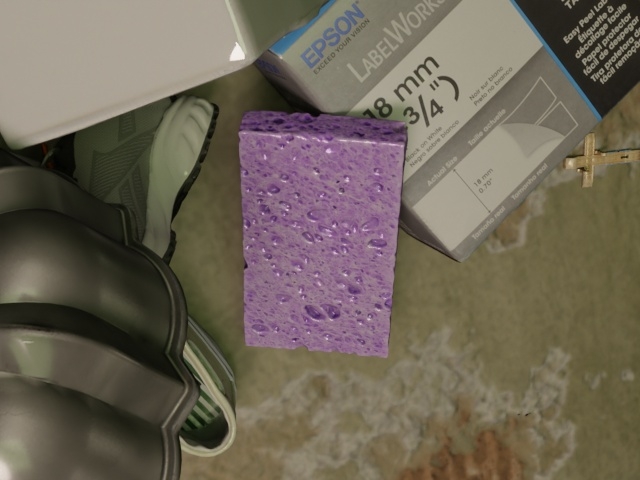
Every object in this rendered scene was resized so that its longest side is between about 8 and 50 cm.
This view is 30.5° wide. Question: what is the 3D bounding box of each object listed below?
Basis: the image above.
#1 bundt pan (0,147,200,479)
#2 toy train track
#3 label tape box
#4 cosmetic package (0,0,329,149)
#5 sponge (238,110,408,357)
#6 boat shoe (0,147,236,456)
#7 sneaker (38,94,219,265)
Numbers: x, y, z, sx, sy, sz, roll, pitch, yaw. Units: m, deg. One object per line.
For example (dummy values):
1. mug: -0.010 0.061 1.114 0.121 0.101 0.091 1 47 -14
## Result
1. bundt pan: -0.238 0.079 0.624 0.331 0.331 0.124 -42 151 -5
2. toy train track: 0.251 -0.070 1.020 0.083 0.014 0.048 -7 108 -19
3. label tape box: 0.069 -0.183 0.871 0.240 0.106 0.334 -45 115 -3
4. cosmetic package: -0.156 -0.307 0.644 0.161 0.230 0.453 -16 106 20
5. sponge: 0.000 0.000 0.874 0.117 0.031 0.210 6 131 5
6. boat shoe: -0.162 0.044 0.857 0.109 0.094 0.302 -48 115 -2
7. sneaker: -0.149 -0.012 0.782 0.108 0.271 0.100 24 132 -14
